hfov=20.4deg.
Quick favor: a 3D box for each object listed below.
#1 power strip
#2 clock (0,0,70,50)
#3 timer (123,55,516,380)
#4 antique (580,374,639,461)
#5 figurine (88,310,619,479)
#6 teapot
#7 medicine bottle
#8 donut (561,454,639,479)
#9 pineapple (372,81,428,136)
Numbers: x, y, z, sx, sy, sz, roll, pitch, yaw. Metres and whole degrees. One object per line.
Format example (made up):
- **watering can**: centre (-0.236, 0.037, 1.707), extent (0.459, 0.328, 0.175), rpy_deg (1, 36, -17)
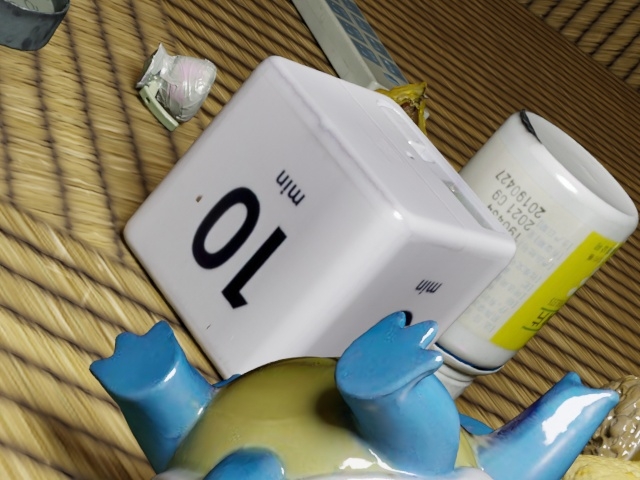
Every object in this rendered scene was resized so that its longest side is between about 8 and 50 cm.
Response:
- **power strip**: centre (0.038, -0.255, 2.293), extent (0.106, 0.043, 0.367), rpy_deg (26, 24, -38)
- **clock**: centre (-0.316, -0.254, 1.570), extent (0.215, 0.042, 0.215), rpy_deg (37, 19, -15)
- **timer**: centre (0.000, 0.000, 1.389), extent (0.192, 0.195, 0.194), rpy_deg (52, 20, 28)
- **antique**: centre (0.277, 0.199, 1.494), extent (0.148, 0.152, 0.147), rpy_deg (38, 52, -13)
- **figurine**: centre (0.019, 0.148, 1.067), extent (0.416, 0.298, 0.243), rpy_deg (-10, 88, -65)
- **teapot**: centre (-0.140, -0.144, 1.663), extent (0.064, 0.064, 0.083), rpy_deg (30, 52, -12)
- **medicine bottle**: centre (0.134, 0.026, 1.501), extent (0.143, 0.258, 0.143), rpy_deg (38, 19, -15)
- **donut**: centre (0.200, 0.232, 1.295), extent (0.085, 0.141, 0.217), rpy_deg (21, 41, -13)
- **pineapple**: centre (0.040, -0.047, 1.769), extent (0.250, 0.140, 0.164), rpy_deg (-78, 161, -52)
